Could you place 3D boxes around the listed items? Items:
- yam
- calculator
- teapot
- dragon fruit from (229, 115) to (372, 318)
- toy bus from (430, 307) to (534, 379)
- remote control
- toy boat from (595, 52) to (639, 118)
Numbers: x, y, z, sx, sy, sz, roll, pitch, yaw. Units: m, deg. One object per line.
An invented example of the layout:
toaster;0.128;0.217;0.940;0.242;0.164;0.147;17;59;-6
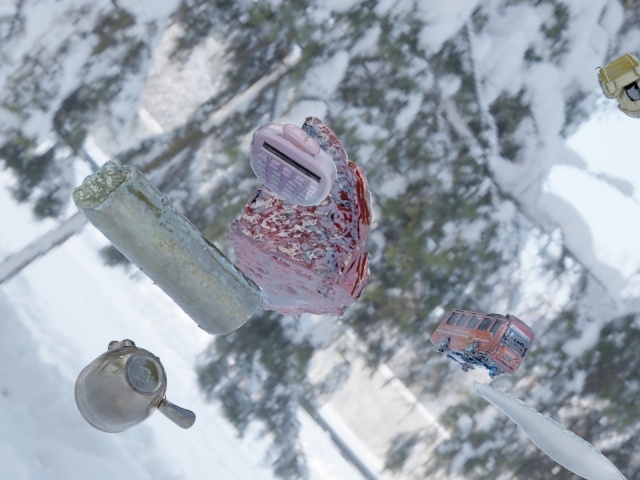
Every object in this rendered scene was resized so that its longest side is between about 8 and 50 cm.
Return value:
yam;-0.185;0.010;1.309;0.259;0.093;0.093;48;-5;-31
calculator;-0.031;-0.084;1.169;0.103;0.024;0.166;33;-22;1
teapot;-0.148;0.124;0.913;0.110;0.085;0.080;25;-37;-28
dragon fruit;0.009;0.003;1.795;0.228;0.286;0.329;21;-31;13
toy bus;0.255;0.161;1.712;0.073;0.096;0.235;36;-12;-15
remote control;0.293;0.253;1.389;0.229;0.044;0.073;32;-1;2
toy boat;0.440;-0.214;1.518;0.088;0.068;0.226;62;18;8
